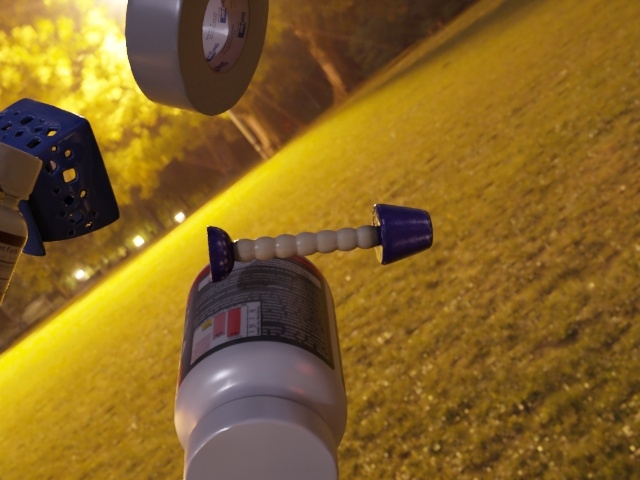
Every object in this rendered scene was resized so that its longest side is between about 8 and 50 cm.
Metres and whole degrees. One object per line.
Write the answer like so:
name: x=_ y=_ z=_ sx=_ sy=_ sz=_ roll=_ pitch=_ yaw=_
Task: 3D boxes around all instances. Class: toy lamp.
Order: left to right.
toy lamp: x=0.000 y=0.000 z=1.157 sx=0.274 sy=0.080 sz=0.080 roll=-5 pitch=3 yaw=-7

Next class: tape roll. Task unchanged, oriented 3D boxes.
tape roll: x=-0.142 y=-0.263 z=1.130 sx=0.219 sy=0.072 sz=0.219 roll=14 pitch=-90 yaw=-70

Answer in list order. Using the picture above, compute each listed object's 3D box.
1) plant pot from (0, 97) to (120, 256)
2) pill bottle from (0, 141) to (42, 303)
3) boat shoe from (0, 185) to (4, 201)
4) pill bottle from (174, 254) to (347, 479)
plant pot: x=-0.558 y=-0.114 z=1.820 sx=0.235 sy=0.236 sz=0.212 roll=20 pitch=45 yaw=38
pill bottle: x=-0.564 y=0.030 z=1.371 sx=0.224 sy=0.224 sz=0.392 roll=178 pitch=112 yaw=-80
boat shoe: x=-0.448 y=-0.096 z=1.085 sx=0.091 sy=0.109 sz=0.305 roll=-46 pitch=-14 yaw=-16
pill bottle: x=-0.075 y=0.175 z=1.184 sx=0.210 sy=0.210 sz=0.363 roll=-37 pitch=24 yaw=15
